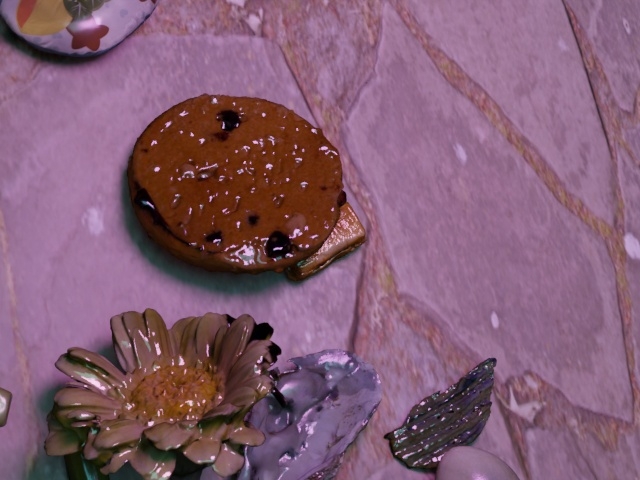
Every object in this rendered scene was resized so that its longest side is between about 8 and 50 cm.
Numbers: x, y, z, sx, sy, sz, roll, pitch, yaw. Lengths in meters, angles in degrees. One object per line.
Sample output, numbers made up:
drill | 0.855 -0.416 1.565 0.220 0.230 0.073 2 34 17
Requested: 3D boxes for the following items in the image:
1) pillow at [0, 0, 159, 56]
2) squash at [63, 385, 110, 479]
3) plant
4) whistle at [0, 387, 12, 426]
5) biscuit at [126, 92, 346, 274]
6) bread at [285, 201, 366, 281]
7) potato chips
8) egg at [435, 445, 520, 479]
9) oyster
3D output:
pillow | -0.335 -0.351 1.496 0.214 0.086 0.233 41 65 9
squash | -0.284 0.264 1.310 0.052 0.052 0.183 -9 78 -24
plant | -0.143 0.208 1.257 0.297 0.261 0.306 61 27 -4
whistle | -0.497 0.169 1.228 0.289 0.106 0.131 12 65 -16
biscuit | -0.113 -0.075 1.464 0.296 0.075 0.295 5 60 -9
bread | 0.000 0.000 1.511 0.132 0.053 0.074 -33 85 -24
potato chips | 0.184 0.246 1.509 0.208 0.028 0.092 -31 86 -26
egg | 0.212 0.341 1.436 0.114 0.114 0.152 -28 79 -27
oyster | -0.017 0.253 1.394 0.199 0.087 0.252 4 63 -10
